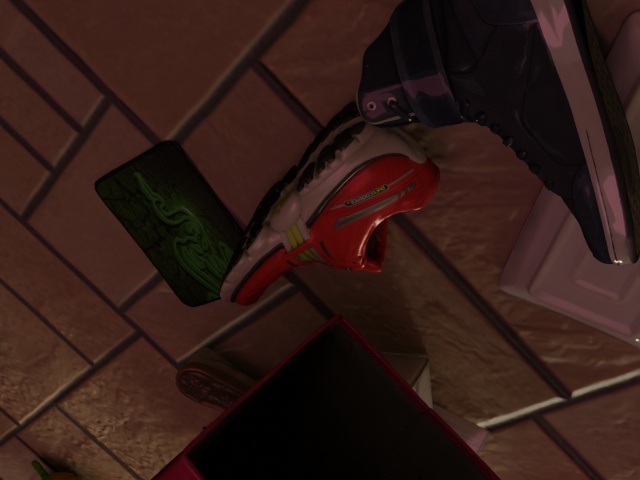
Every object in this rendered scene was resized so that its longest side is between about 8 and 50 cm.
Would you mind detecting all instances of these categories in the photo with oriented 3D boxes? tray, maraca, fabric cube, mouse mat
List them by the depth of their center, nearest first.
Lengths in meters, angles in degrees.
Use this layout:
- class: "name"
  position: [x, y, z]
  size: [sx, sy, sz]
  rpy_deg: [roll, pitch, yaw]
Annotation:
- class: "tray"
  position: [0.244, -0.022, 0.534]
  size: [0.145, 0.030, 0.270]
  rpy_deg: [23, 132, 10]
- class: "fabric cube"
  position: [-0.023, 0.274, 0.620]
  size: [0.259, 0.254, 0.258]
  rpy_deg: [46, 121, 7]
- class: "mouse mat"
  position: [-0.154, -0.010, 0.776]
  size: [0.152, 0.007, 0.190]
  rpy_deg: [-20, 114, 38]
- class: "maraca"
  position: [-0.461, 0.460, 1.248]
  size: [0.185, 0.099, 0.127]
  rpy_deg: [29, 143, 41]

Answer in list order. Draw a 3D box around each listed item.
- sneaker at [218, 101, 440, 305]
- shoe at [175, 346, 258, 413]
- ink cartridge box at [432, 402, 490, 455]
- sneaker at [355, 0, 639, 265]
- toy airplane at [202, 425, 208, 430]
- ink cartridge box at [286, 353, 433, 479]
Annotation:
- class: "sneaker"
  position: [0.000, 0.000, 0.638]
  size: [0.118, 0.107, 0.279]
  rpy_deg: [34, 137, -13]
- class: "shoe"
  position: [-0.075, 0.206, 0.873]
  size: [0.219, 0.058, 0.077]
  rpy_deg: [35, 113, -5]
- class: "ink cartridge box"
  position: [0.100, 0.248, 0.827]
  size: [0.145, 0.045, 0.179]
  rpy_deg: [25, 114, 10]
- class: "sneaker"
  position: [0.120, -0.077, 0.489]
  size: [0.163, 0.086, 0.226]
  rpy_deg: [-19, 88, 31]
- class: "toy airplane"
  position: [-0.097, 0.295, 0.957]
  size: [0.151, 0.028, 0.151]
  rpy_deg: [17, 141, 14]
- class: "ink cartridge box"
  position: [0.050, 0.222, 0.761]
  size: [0.139, 0.082, 0.191]
  rpy_deg: [2, 108, 28]
